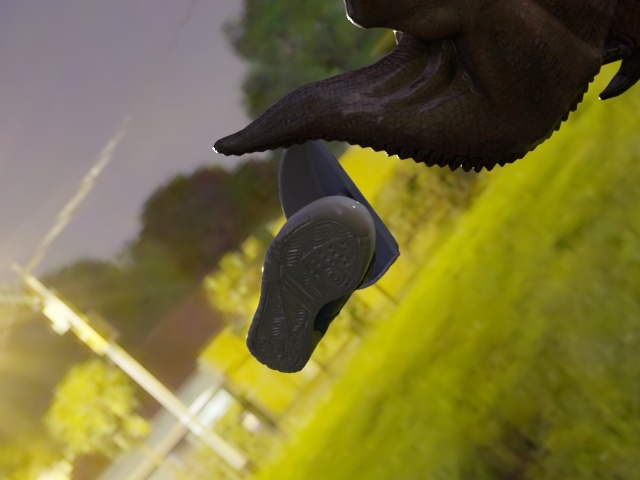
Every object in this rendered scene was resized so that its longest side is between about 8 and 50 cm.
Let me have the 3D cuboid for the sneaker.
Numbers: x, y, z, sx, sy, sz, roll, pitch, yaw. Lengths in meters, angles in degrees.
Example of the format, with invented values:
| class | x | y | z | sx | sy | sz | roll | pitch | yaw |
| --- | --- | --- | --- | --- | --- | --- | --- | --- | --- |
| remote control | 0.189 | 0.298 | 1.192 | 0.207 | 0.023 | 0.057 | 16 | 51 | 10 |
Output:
| class | x | y | z | sx | sy | sz | roll | pitch | yaw |
| --- | --- | --- | --- | --- | --- | --- | --- | --- | --- |
| sneaker | 0.003 | 0.006 | 1.024 | 0.152 | 0.058 | 0.084 | 111 | -175 | -49 |

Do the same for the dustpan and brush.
| class | x | y | z | sx | sy | sz | roll | pitch | yaw |
| --- | --- | --- | --- | --- | --- | --- | --- | --- | --- |
| dustpan and brush | 0.000 | 0.000 | 1.610 | 0.060 | 0.147 | 0.211 | -33 | -13 | -13 |

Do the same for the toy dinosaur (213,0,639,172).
| class | x | y | z | sx | sy | sz | roll | pitch | yaw |
| --- | --- | --- | --- | --- | --- | --- | --- | --- | --- |
| toy dinosaur | 0.099 | -0.104 | 0.808 | 0.295 | 0.200 | 0.127 | -47 | 26 | -19 |
